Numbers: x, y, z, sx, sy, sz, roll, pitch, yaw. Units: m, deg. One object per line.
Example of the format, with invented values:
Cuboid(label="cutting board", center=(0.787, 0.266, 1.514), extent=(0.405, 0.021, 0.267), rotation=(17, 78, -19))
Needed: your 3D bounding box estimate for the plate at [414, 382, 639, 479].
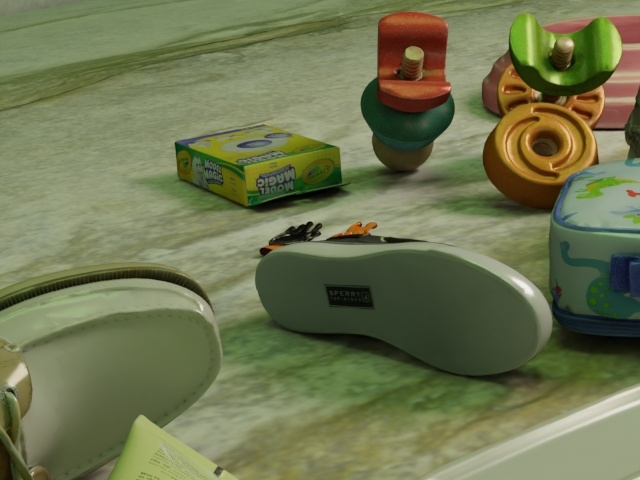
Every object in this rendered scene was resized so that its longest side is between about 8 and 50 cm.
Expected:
Cuboid(label="plate", center=(0.163, 0.128, 0.570), extent=(0.277, 0.045, 0.278), rotation=(-15, 21, -33))

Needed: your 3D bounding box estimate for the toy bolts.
Cuboid(label="toy bolts", center=(0.148, -0.096, 1.249), extent=(0.229, 0.158, 0.218), rotation=(6, 58, 2))

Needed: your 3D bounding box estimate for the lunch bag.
Cuboid(label="lunch bag", center=(0.258, 0.005, 0.872), extent=(0.219, 0.090, 0.176), rotation=(0, 16, 14))

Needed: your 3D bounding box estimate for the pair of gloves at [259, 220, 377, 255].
Cuboid(label="pair of gloves", center=(0.000, 0.000, 1.091), extent=(0.083, 0.010, 0.074), rotation=(1, 19, 25))

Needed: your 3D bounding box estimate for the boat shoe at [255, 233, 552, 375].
Cuboid(label="boat shoe", center=(0.061, 0.032, 0.871), extent=(0.228, 0.080, 0.076), rotation=(1, 18, 44))

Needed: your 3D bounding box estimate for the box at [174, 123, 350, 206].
Cuboid(label="box", center=(-0.056, -0.072, 1.289), extent=(0.105, 0.043, 0.179), rotation=(-14, 21, -28))

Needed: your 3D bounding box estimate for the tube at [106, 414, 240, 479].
Cuboid(label="tube", center=(-0.073, 0.146, 0.550), extent=(0.062, 0.070, 0.240), rotation=(-14, 14, 16))

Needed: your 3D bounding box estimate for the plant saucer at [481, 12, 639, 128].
Cuboid(label="plant saucer", center=(0.350, -0.202, 1.546), extent=(0.332, 0.084, 0.332), rotation=(-5, 17, 1))

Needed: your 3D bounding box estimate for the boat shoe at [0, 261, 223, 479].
Cuboid(label="boat shoe", center=(-0.176, 0.102, 0.648), extent=(0.302, 0.113, 0.103), rotation=(-22, 24, -20))

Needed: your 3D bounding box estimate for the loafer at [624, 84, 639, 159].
Cuboid(label="loafer", center=(0.300, -0.085, 1.084), extent=(0.112, 0.111, 0.319), rotation=(15, 11, 12))
